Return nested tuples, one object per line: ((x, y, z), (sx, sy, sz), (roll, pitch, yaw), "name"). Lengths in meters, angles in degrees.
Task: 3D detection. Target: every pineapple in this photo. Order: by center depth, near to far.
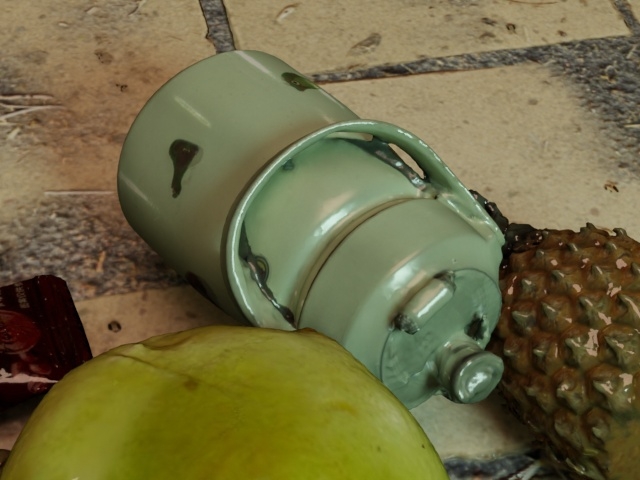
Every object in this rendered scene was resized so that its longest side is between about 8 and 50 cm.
((0.206, 0.054, 0.955), (0.202, 0.202, 0.362), (-22, 45, -23), "pineapple")

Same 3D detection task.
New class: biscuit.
((-0.308, 0.108, 0.918), (0.235, 0.063, 0.151), (-20, 45, -16), "biscuit")

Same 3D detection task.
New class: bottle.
((0.000, 0.000, 0.901), (0.229, 0.229, 0.352), (-27, 47, -26), "bottle")

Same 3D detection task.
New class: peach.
((-0.055, 0.217, 0.704), (0.281, 0.314, 0.315), (7, 30, 27), "peach")

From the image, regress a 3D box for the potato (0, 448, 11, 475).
((-0.309, 0.274, 0.753), (0.269, 0.112, 0.255), (-4, 52, -7), "potato")
